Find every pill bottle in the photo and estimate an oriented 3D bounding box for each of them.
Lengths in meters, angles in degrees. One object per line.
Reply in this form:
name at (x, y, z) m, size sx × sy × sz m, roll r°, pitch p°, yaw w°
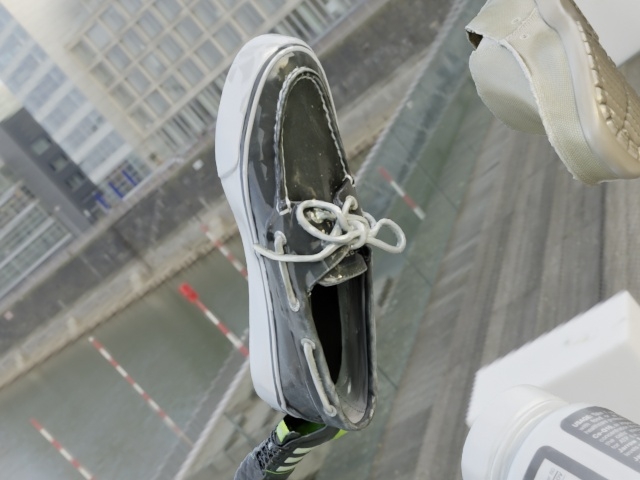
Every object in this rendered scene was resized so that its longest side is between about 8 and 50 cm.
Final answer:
pill bottle at (0.354, 0.319, 1.155) m, size 0.204 × 0.204 × 0.361 m, roll -44°, pitch 37°, yaw -15°

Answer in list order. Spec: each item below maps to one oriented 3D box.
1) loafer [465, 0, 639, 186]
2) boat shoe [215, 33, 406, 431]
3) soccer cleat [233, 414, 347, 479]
loafer at (0.163, -0.112, 0.688) m, size 0.092 × 0.102 × 0.268 m, roll -37°, pitch 25°, yaw 23°
boat shoe at (-0.003, 0.001, 0.722) m, size 0.113 × 0.306 × 0.105 m, roll -14°, pitch 20°, yaw -43°
soccer cleat at (-0.040, 0.233, 1.110) m, size 0.179 × 0.072 × 0.060 m, roll -38°, pitch 53°, yaw 12°
